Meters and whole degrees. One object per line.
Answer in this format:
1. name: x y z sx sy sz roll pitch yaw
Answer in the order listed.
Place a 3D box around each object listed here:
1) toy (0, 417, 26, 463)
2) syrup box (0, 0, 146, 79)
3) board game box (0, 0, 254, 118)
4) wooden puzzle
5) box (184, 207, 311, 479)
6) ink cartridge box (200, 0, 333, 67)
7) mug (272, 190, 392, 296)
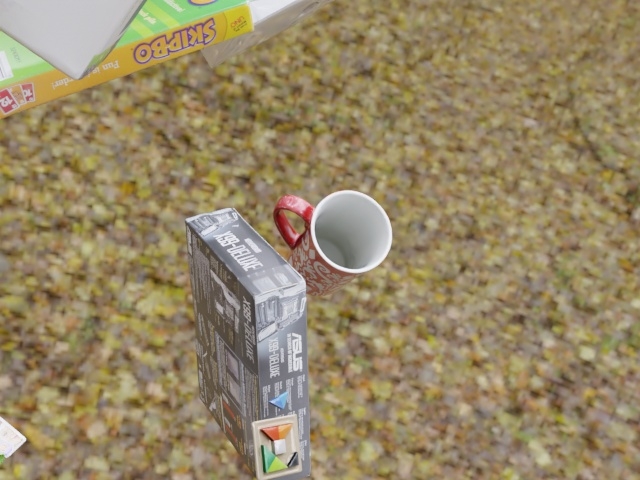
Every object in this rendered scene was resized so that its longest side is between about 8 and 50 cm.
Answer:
1. toy: -0.640 0.310 1.917 0.237 0.056 0.137 37 57 10
2. syrup box: -0.163 -0.183 0.467 0.237 0.093 0.096 35 29 -12
3. board game box: -0.172 -0.171 0.869 0.259 0.039 0.124 -23 47 -9
4. wooden puzzle: -0.048 0.237 1.273 0.014 0.116 0.078 -9 3 45
5. box: -0.100 0.143 1.521 0.076 0.307 0.242 -14 29 -23
6. ink cartridge box: -0.103 -0.385 1.345 0.197 0.270 0.198 -31 5 -14
7. mug: 0.009 -0.003 1.544 0.113 0.169 0.150 -30 83 -23
